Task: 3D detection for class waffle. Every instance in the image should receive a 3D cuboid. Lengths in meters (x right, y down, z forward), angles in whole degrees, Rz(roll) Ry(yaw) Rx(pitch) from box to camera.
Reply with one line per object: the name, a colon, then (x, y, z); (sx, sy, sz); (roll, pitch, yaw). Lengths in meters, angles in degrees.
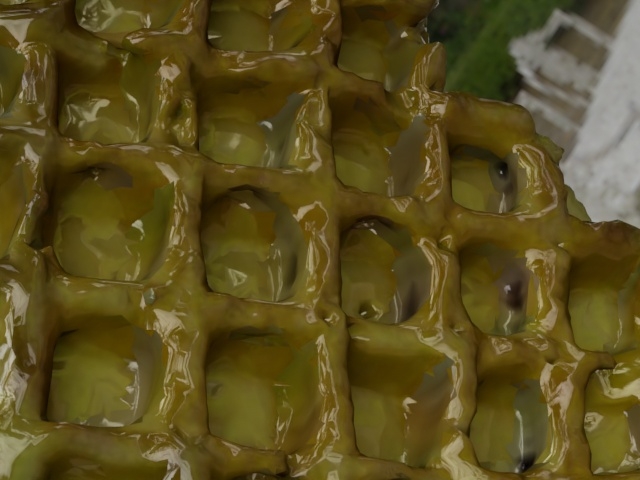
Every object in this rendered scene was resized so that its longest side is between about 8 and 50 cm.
waffle: (0.000, 0.001, 0.425); (0.249, 0.253, 0.056); (-54, 1, -36)
